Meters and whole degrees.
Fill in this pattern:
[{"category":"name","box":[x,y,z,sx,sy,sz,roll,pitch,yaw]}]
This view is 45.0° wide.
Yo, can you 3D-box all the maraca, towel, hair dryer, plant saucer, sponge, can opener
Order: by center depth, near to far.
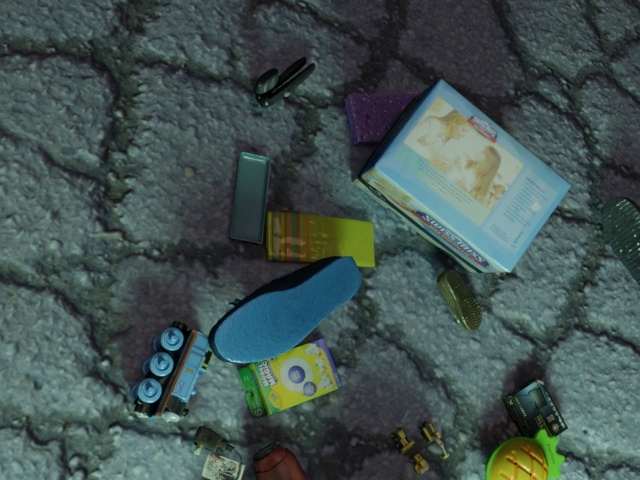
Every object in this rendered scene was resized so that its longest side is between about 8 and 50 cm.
[{"category":"hair dryer","box":[-0.119,0.464,1.359,0.293,0.080,0.224,19,81,-9]},{"category":"maraca","box":[0.407,0.450,1.537,0.185,0.099,0.127,-20,93,-22]},{"category":"plant saucer","box":[-0.142,-0.086,1.563,0.067,0.018,0.192,11,69,-18]},{"category":"towel","box":[0.000,0.000,1.589,0.237,0.021,0.102,5,75,-21]},{"category":"can opener","box":[-0.073,-0.342,1.662,0.059,0.073,0.186,46,52,8]},{"category":"sponge","box":[0.162,-0.274,1.744,0.210,0.031,0.117,-5,73,-24]}]

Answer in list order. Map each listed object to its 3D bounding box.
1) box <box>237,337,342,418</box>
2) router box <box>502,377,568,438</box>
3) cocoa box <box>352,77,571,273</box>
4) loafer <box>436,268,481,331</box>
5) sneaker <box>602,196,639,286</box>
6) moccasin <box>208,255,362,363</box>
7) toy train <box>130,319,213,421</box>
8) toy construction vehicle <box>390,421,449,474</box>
[{"category":"box","box":[-0.059,0.260,1.458,0.179,0.043,0.105,-17,78,-24]},{"category":"router box","box":[0.451,0.363,1.623,0.092,0.038,0.122,-24,81,-26]},{"category":"cocoa box","box":[0.282,-0.120,1.590,0.347,0.228,0.231,38,83,-5]},{"category":"loafer","box":[0.295,0.127,1.643,0.056,0.050,0.148,-29,99,-24]},{"category":"sneaker","box":[0.796,0.028,1.857,0.131,0.112,0.319,-25,84,-44]},{"category":"moccasin","box":[-0.069,0.136,1.460,0.342,0.117,0.138,-23,101,-34]},{"category":"toy train","box":[-0.261,0.235,1.368,0.105,0.080,0.184,28,63,-17]},{"category":"toy construction vehicle","box":[0.197,0.400,1.511,0.086,0.035,0.098,-26,82,-27]}]
